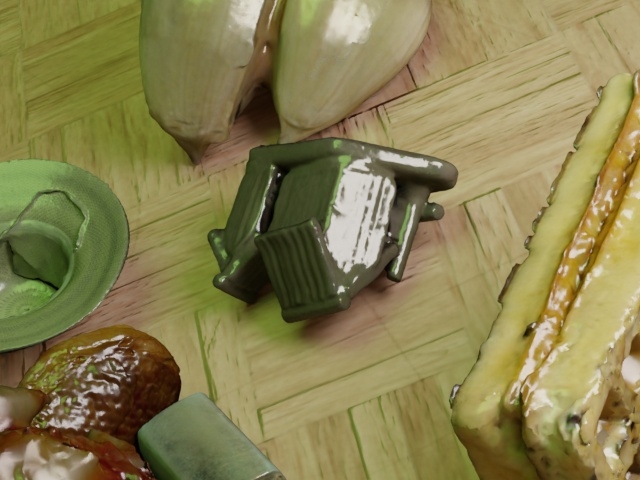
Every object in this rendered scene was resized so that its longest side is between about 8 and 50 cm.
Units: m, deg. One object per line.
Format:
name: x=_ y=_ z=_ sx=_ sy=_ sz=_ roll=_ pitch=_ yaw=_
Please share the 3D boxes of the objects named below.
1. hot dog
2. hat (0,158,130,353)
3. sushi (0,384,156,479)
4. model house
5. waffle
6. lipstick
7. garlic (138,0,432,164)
hot dog: x=-0.208 y=0.179 z=1.415 sx=0.099 sy=0.160 sz=0.227 roll=14 pitch=51 yaw=24
hat: x=-0.302 y=0.045 z=1.641 sx=0.252 sy=0.110 sz=0.252 roll=-4 pitch=49 yaw=5
sushi: x=-0.165 y=0.245 z=1.215 sx=0.343 sy=0.196 sz=0.182 roll=32 pitch=104 yaw=13
model house: x=-0.003 y=-0.008 z=1.541 sx=0.229 sy=0.122 sz=0.188 roll=-3 pitch=56 yaw=45
waffle: x=0.231 y=0.073 z=1.208 sx=0.114 sy=0.261 sz=0.376 roll=0 pitch=45 yaw=35
lipstick: x=-0.056 y=0.222 z=1.340 sx=0.077 sy=0.079 sz=0.253 roll=-32 pitch=38 yaw=-17
garlic: x=-0.045 y=-0.240 z=1.771 sx=0.249 sy=0.286 sz=0.313 roll=-52 pitch=7 yaw=47
